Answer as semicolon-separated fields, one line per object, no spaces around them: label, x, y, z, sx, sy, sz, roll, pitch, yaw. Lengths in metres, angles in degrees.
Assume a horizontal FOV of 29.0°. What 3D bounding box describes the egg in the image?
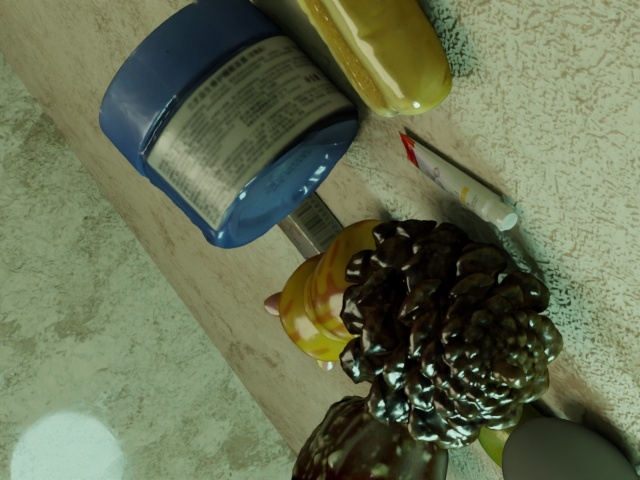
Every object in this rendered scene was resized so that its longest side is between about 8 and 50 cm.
egg;0.305;0.299;1.504;0.198;0.146;0.146;49;165;30

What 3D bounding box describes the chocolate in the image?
chocolate;0.096;0.378;2.152;0.225;0.210;0.340;25;169;-20

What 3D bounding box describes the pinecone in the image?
pinecone;0.129;0.094;1.395;0.244;0.244;0.309;62;177;-32

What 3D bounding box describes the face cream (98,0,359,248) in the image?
face cream;-0.107;-0.140;1.507;0.225;0.249;0.249;47;164;13

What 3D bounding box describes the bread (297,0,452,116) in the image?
bread;0.021;-0.253;1.183;0.305;0.091;0.142;55;166;-13

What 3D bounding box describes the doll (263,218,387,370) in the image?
doll;0.043;0.079;1.698;0.166;0.162;0.269;56;157;2

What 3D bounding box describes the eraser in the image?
eraser;0.000;0.000;1.861;0.352;0.061;0.089;51;163;2

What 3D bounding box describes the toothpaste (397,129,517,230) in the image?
toothpaste;0.147;-0.066;1.365;0.190;0.031;0.048;41;165;43

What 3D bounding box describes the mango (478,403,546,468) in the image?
mango;0.285;0.276;1.646;0.191;0.085;0.122;37;150;15
